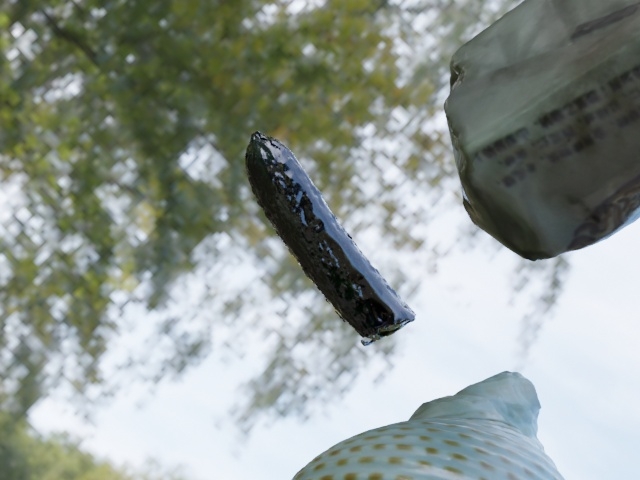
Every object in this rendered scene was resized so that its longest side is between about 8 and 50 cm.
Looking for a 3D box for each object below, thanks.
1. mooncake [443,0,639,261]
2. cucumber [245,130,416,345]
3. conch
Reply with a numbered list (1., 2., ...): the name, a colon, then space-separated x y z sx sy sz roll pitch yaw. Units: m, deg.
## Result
1. mooncake: 0.209 -0.112 1.125 0.136 0.254 0.250 54 14 -18
2. cucumber: -0.001 0.002 1.482 0.245 0.067 0.067 51 -26 -12
3. conch: 0.101 0.260 1.167 0.215 0.319 0.303 36 -30 40
